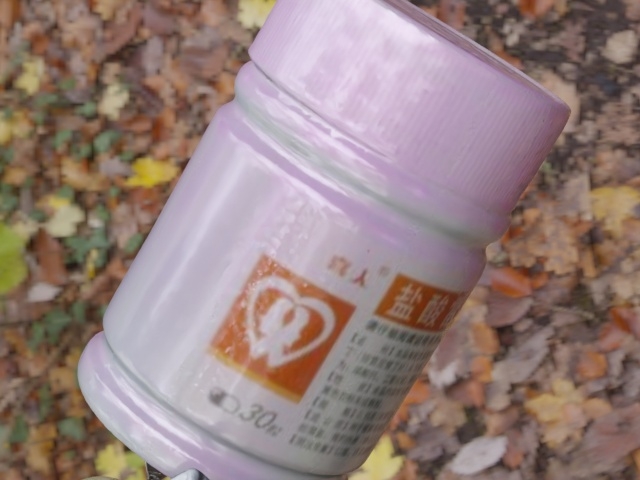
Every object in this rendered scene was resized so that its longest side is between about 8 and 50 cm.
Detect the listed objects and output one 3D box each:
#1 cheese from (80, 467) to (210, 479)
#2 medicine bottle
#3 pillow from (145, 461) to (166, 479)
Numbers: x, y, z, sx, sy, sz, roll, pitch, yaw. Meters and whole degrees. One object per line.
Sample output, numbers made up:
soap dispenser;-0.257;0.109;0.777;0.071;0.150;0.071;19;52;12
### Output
cheese;-0.127;0.187;0.934;0.235;0.049;0.127;-36;29;50
medicine bottle;0.000;0.000;0.965;0.202;0.202;0.316;38;105;29
pillow;-0.114;0.124;1.304;0.055;0.141;0.208;39;159;23
